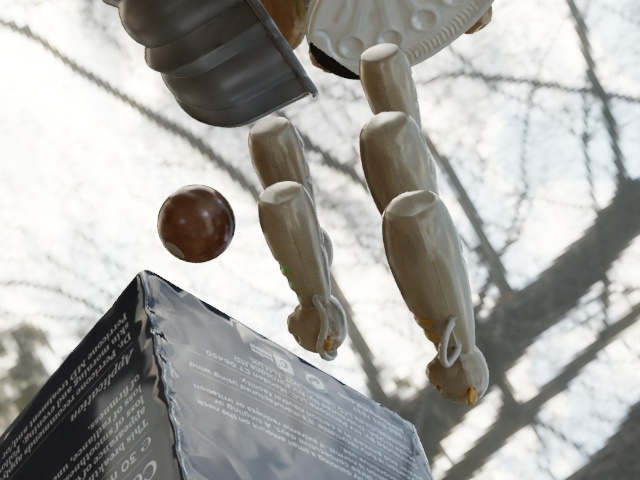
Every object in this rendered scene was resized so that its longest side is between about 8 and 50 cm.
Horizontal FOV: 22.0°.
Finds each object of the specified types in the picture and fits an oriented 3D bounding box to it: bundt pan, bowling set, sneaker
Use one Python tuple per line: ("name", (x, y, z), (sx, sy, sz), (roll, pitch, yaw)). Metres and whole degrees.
("bundt pan", (-0.142, -0.245, 1.627), (0.331, 0.124, 0.331), (56, 1, -2))
("bowling set", (0.000, 0.000, 1.141), (0.287, 0.199, 0.154), (-91, 166, -58))
("sneaker", (0.104, -0.306, 1.429), (0.130, 0.323, 0.236), (33, 24, -22))

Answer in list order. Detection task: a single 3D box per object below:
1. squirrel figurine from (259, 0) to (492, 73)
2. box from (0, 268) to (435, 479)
("squirrel figurine", (-0.037, -0.395, 1.991), (0.370, 0.281, 0.397), (-14, -100, 44))
("box", (-0.093, 0.249, 0.703), (0.179, 0.343, 0.312), (33, 19, -26))
